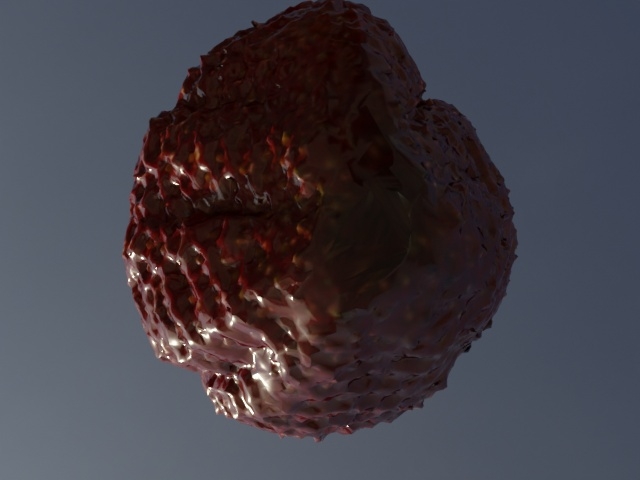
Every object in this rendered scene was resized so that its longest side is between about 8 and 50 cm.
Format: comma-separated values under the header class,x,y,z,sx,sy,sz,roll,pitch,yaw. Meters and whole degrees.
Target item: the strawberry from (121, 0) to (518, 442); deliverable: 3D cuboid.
class,x,y,z,sx,sy,sz,roll,pitch,yaw
strawberry,0.000,0.000,0.694,0.250,0.288,0.238,43,-96,-12
